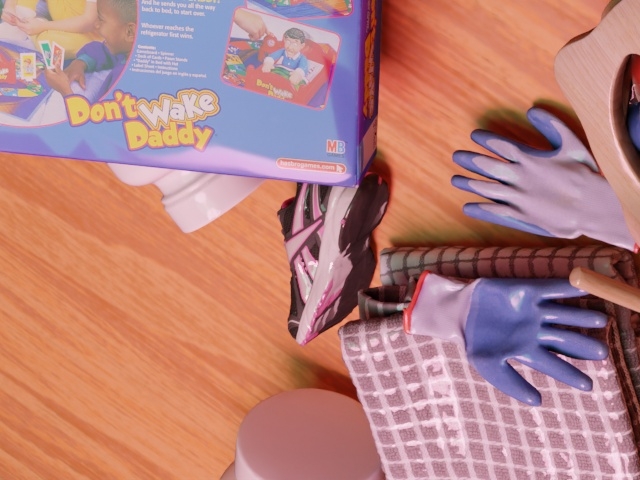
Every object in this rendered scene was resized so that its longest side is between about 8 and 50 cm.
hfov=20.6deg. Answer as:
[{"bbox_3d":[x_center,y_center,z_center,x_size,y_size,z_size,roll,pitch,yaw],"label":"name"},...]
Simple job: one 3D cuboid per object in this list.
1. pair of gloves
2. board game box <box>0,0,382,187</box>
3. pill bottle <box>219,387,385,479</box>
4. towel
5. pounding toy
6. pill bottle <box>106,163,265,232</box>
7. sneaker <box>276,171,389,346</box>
[{"bbox_3d":[0.143,0.008,1.216,0.159,0.023,0.198,18,93,31],"label":"pair of gloves"},{"bbox_3d":[-0.132,-0.173,1.213,0.347,0.078,0.233,7,113,11],"label":"board game box"},{"bbox_3d":[-0.014,0.278,1.536,0.169,0.169,0.302,23,134,23],"label":"pill bottle"},{"bbox_3d":[0.156,0.144,1.331,0.235,0.121,0.284,1,123,37],"label":"towel"},{"bbox_3d":[0.243,-0.036,1.090,0.154,0.155,0.269,-9,116,47],"label":"pounding toy"},{"bbox_3d":[-0.133,-0.120,1.346,0.124,0.124,0.221,-24,106,47],"label":"pill bottle"},{"bbox_3d":[0.000,0.000,1.391,0.077,0.072,0.178,38,131,25],"label":"sneaker"}]
